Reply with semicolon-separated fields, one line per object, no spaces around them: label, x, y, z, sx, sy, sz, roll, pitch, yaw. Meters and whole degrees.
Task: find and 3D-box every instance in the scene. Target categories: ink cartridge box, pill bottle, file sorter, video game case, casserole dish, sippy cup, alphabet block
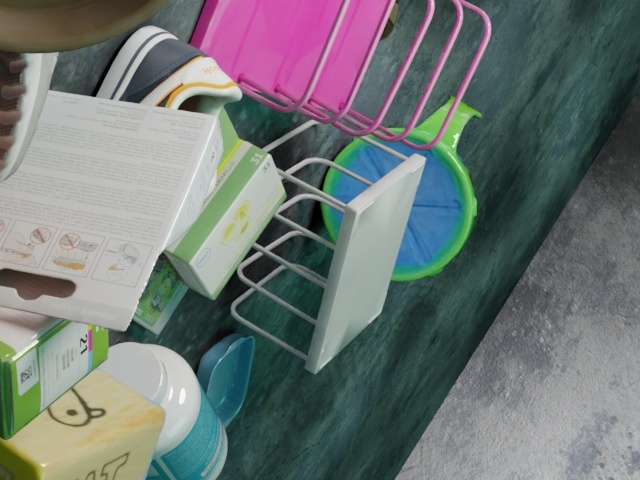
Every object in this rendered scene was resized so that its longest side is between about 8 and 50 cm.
ink cartridge box;-0.126;-0.049;1.349;0.171;0.056;0.235;-55;160;-15
pill bottle;-0.209;0.222;1.422;0.146;0.146;0.264;-53;157;-21
file sorter;0.032;-0.231;1.297;0.290;0.182;0.202;7;111;-53
video game case;-0.189;0.004;1.375;0.193;0.023;0.212;-58;158;-10
ink cartridge box;-0.259;0.033;1.027;0.255;0.189;0.097;-41;149;-45
file sorter;0.000;0.000;1.589;0.193;0.173;0.278;-37;148;-49
casserole dish;-0.150;0.213;1.694;0.114;0.037;0.188;-36;146;-47
sippy cup;0.142;-0.068;1.792;0.305;0.240;0.224;-23;-179;19
ink cartridge box;-0.208;-0.024;0.991;0.066;0.189;0.232;80;23;-58
alphabet block;-0.308;0.234;1.162;0.197;0.192;0.193;-19;131;-62

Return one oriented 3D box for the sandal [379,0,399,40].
sandal;0.021;-0.299;1.450;0.219;0.060;0.090;-16;128;-42

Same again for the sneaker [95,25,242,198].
sneaker;-0.195;-0.051;1.158;0.321;0.127;0.126;-63;162;6

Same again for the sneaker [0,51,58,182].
sneaker;-0.238;-0.174;0.943;0.115;0.105;0.281;-21;136;-62

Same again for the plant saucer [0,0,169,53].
plant saucer;-0.204;-0.268;0.799;0.278;0.041;0.278;-8;121;-13
